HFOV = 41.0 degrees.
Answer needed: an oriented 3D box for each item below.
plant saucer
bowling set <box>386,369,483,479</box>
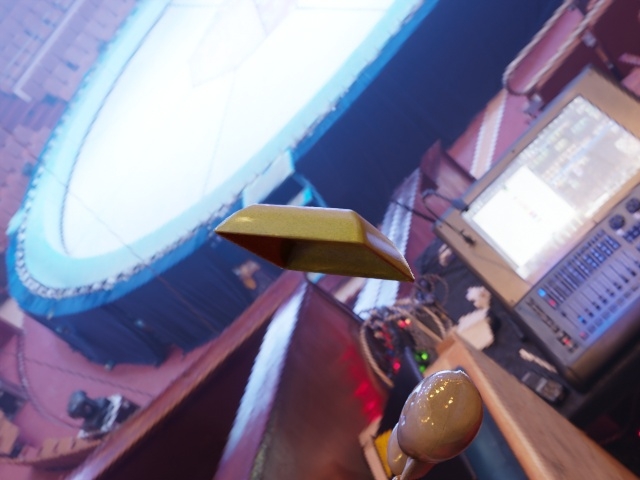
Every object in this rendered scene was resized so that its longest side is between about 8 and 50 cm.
[{"bbox_3d":[0.000,0.000,1.017,0.188,0.188,0.045,4,76,26],"label":"plant saucer"},{"bbox_3d":[0.095,0.246,0.526,0.287,0.200,0.154,-61,-8,-24],"label":"bowling set"}]
